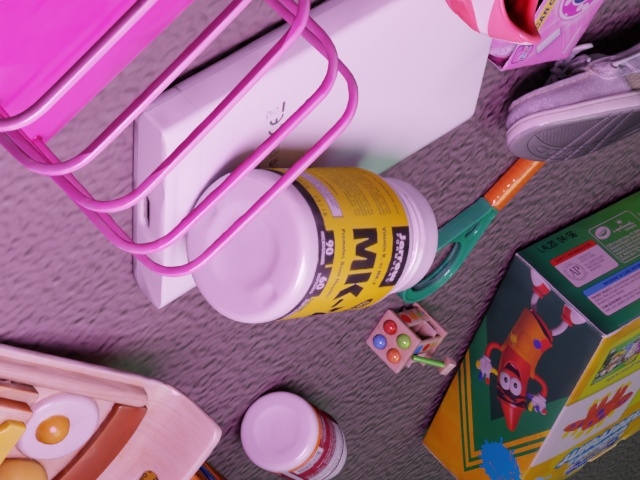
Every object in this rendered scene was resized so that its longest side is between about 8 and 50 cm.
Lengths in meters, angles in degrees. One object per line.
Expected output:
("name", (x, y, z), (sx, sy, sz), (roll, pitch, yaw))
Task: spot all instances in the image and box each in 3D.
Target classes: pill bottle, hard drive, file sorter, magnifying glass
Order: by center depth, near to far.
("file sorter", (-0.119, -0.123, 1.034), (0.202, 0.182, 0.290), (-44, 156, -1))
("pill bottle", (0.000, 0.000, 1.394), (0.208, 0.119, 0.119), (-5, 135, -55))
("hard drive", (0.000, -0.105, 1.427), (0.353, 0.047, 0.233), (-32, 153, -25))
("magnifying glass", (0.165, -0.022, 1.860), (0.231, 0.026, 0.092), (-45, 156, 6))
("pill bottle", (-0.023, 0.216, 1.866), (0.086, 0.086, 0.152), (-45, 157, 1))

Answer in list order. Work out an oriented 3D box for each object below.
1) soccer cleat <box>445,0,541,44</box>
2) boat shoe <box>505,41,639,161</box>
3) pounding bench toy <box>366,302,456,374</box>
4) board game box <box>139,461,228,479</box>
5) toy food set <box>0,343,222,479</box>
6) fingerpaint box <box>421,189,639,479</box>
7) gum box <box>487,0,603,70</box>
("soccer cleat", (0.161, -0.269, 1.311), (0.083, 0.095, 0.248), (-11, 127, -44))
("boat shoe", (0.301, -0.164, 1.774), (0.320, 0.103, 0.118), (-21, 167, -32))
("pounding bench toy", (0.103, 0.117, 1.910), (0.065, 0.083, 0.052), (-12, 141, -52))
("board game box", (-0.154, 0.439, 1.681), (0.356, 0.356, 0.356), (-42, 156, -4))
("toy food set", (-0.250, 0.204, 1.410), (0.306, 0.092, 0.220), (19, 115, -48))
("fingerpaint box", (0.381, 0.114, 2.254), (0.445, 0.163, 0.371), (-25, 149, -37))
("gum box", (0.213, -0.244, 1.518), (0.107, 0.062, 0.188), (-16, 144, -48))
